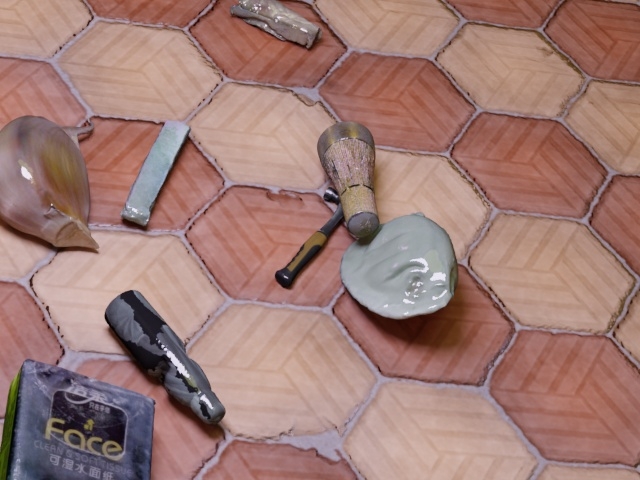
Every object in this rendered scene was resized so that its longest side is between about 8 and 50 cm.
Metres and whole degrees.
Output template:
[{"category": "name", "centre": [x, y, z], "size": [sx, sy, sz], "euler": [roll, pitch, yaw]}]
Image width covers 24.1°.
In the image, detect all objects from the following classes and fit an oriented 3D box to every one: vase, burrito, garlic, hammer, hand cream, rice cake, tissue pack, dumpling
[{"category": "vase", "centre": [-0.188, 0.149, 1.857], "size": [0.060, 0.060, 0.211], "euler": [-25, 57, -33]}, {"category": "burrito", "centre": [-0.068, -0.350, 2.378], "size": [0.149, 0.041, 0.055], "euler": [27, 60, 11]}, {"category": "garlic", "centre": [-0.381, -0.111, 2.037], "size": [0.129, 0.148, 0.266], "euler": [-16, 47, 20]}, {"category": "hammer", "centre": [0.000, 0.000, 2.077], "size": [0.078, 0.021, 0.201], "euler": [28, 47, 12]}, {"category": "hand cream", "centre": [0.049, -0.080, 2.097], "size": [0.084, 0.084, 0.203], "euler": [3, 38, -13]}, {"category": "rice cake", "centre": [-0.232, -0.095, 2.097], "size": [0.043, 0.034, 0.211], "euler": [24, 45, -4]}, {"category": "tissue pack", "centre": [-0.275, 0.257, 1.686], "size": [0.173, 0.073, 0.235], "euler": [22, 38, -21]}, {"category": "dumpling", "centre": [0.118, 0.044, 2.025], "size": [0.108, 0.153, 0.219], "euler": [43, 19, -28]}]
